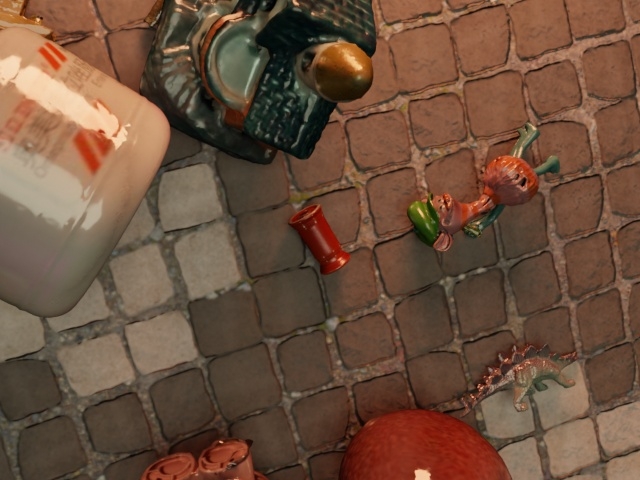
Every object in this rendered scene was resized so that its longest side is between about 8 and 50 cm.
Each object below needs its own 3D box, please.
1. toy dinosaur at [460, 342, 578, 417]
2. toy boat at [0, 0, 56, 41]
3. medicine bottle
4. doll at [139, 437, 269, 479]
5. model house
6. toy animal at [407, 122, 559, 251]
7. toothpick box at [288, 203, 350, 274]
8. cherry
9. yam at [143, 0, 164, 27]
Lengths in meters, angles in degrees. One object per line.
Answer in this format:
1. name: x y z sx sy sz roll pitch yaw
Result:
1. toy dinosaur: 0.266 0.187 1.165 0.209 0.039 0.082 -23 100 -20
2. toy boat: -0.386 -0.261 0.932 0.201 0.057 0.077 16 89 -15
3. medicine bottle: -0.343 -0.098 0.863 0.325 0.256 0.256 32 90 -16
4. doll: -0.116 0.384 1.015 0.284 0.216 0.268 -15 107 0
5. model house: -0.042 -0.203 0.894 0.184 0.291 0.253 23 93 -33
6. toy animal: 0.213 -0.059 1.102 0.208 0.100 0.103 -39 144 -8
7. toothpick box: 0.000 0.000 1.070 0.047 0.047 0.083 -33 106 -7
8. cherry: 0.126 0.335 1.036 0.221 0.307 0.261 -22 84 17
9. yam: -0.160 -0.300 0.997 0.129 0.033 0.027 -51 143 2
